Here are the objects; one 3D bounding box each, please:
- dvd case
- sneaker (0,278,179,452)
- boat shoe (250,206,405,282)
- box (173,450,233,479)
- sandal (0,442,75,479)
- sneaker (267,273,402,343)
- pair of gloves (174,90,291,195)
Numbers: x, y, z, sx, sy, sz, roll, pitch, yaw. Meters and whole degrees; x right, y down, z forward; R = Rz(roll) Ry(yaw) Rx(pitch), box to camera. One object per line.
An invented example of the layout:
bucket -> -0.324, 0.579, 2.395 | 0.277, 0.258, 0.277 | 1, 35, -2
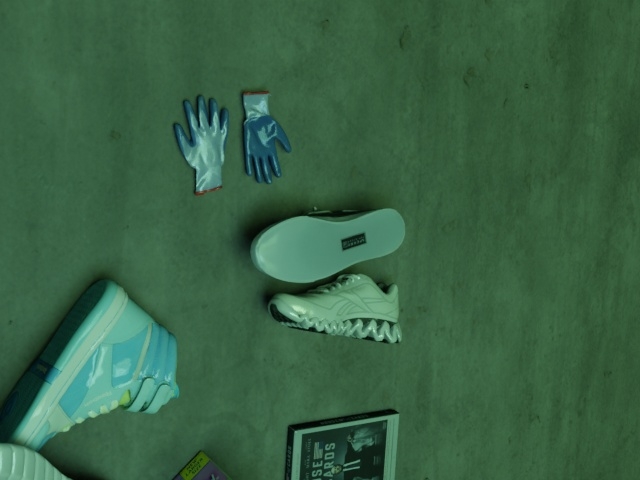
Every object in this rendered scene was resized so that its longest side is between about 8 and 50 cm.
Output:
dvd case -> 0.042, 0.423, 1.504 | 0.238, 0.029, 0.179 | -2, 99, -32
sneaker -> -0.331, 0.240, 1.182 | 0.208, 0.127, 0.319 | 40, 78, -29
boat shoe -> 0.000, -0.004, 1.354 | 0.306, 0.105, 0.113 | -18, 104, -35
box -> -0.183, 0.488, 1.249 | 0.213, 0.243, 0.117 | -45, 118, -16
sandal -> -0.415, 0.387, 1.102 | 0.416, 0.102, 0.169 | 59, 41, -57
sneaker -> 0.030, 0.111, 1.402 | 0.292, 0.110, 0.118 | 12, 85, -41
pair of gloves -> -0.138, -0.161, 1.287 | 0.198, 0.023, 0.159 | -14, 108, -28
